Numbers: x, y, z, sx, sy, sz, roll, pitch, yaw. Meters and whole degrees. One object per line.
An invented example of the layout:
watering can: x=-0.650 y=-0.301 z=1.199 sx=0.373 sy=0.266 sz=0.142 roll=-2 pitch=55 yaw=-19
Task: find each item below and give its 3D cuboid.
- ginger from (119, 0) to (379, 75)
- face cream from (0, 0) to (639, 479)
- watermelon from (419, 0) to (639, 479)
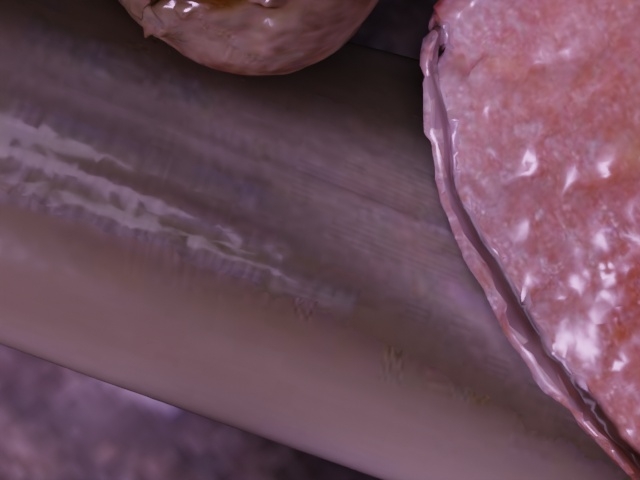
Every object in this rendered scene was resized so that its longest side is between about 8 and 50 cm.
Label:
ginger: x=0.010 y=-0.117 z=0.445 sx=0.080 sy=0.104 sz=0.204 roll=23 pitch=59 yaw=17
face cream: x=0.000 y=0.000 z=0.453 sx=0.341 sy=0.084 sz=0.137 roll=17 pitch=63 yaw=-10
watermelon: x=0.191 y=-0.057 z=0.392 sx=0.319 sy=0.222 sz=0.292 roll=-32 pitch=81 yaw=-25
